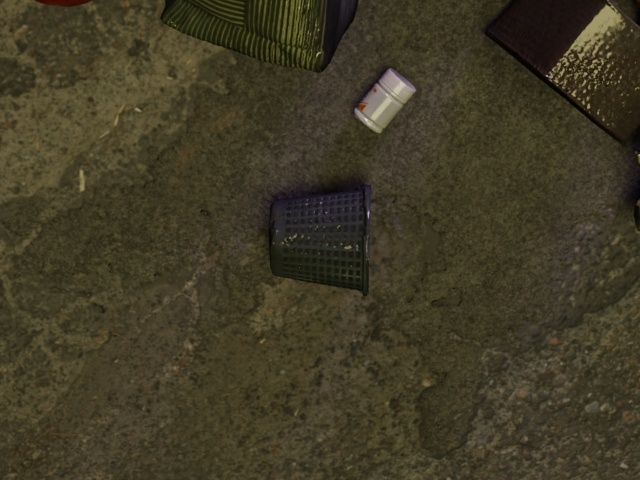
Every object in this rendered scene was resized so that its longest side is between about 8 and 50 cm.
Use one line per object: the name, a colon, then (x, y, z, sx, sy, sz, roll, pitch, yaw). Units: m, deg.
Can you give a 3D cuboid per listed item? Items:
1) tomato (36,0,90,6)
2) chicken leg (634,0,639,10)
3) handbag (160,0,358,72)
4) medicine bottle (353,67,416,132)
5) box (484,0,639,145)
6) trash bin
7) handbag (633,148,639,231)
tomato: (-0.361, -0.403, 1.773, 0.167, 0.167, 0.167, -3, 115, -7)
chicken leg: (0.507, -0.342, 1.967, 0.093, 0.070, 0.178, -26, 109, -15)
handbag: (-0.068, -0.386, 1.734, 0.240, 0.341, 0.247, 12, 119, 7)
medicine bottle: (0.098, -0.215, 1.971, 0.057, 0.057, 0.089, 34, 107, -21)
box: (0.383, -0.276, 1.866, 0.184, 0.273, 0.143, 36, 102, -22)
trash bin: (0.000, 0.000, 2.008, 0.160, 0.175, 0.176, 0, 115, 3)
handbag: (0.607, -0.126, 2.041, 0.235, 0.127, 0.213, -24, 128, -24)
